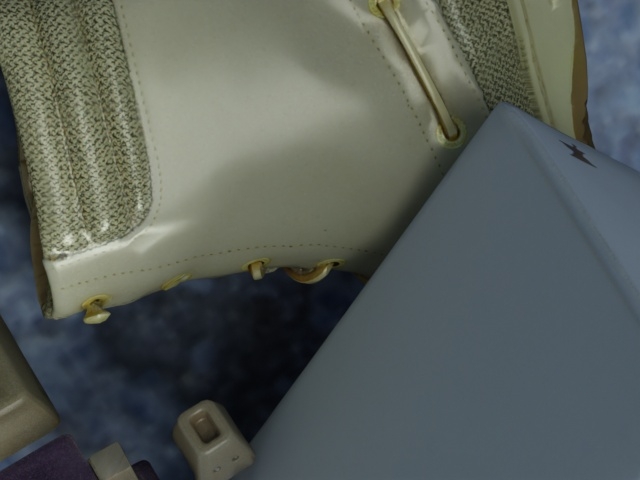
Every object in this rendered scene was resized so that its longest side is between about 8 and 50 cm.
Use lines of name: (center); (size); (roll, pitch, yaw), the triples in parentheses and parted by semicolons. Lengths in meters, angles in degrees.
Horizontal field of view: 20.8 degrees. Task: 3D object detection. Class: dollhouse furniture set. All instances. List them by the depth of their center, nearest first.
dollhouse furniture set: (-0.086, 0.066, 0.625); (0.091, 0.114, 0.081); (-30, 151, -10)

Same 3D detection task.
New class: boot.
boot: (0.000, 0.000, 0.626); (0.203, 0.095, 0.262); (-19, 120, -10)

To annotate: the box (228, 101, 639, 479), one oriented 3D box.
box: (0.068, 0.164, 0.594); (0.215, 0.168, 0.345); (24, 114, -27)
